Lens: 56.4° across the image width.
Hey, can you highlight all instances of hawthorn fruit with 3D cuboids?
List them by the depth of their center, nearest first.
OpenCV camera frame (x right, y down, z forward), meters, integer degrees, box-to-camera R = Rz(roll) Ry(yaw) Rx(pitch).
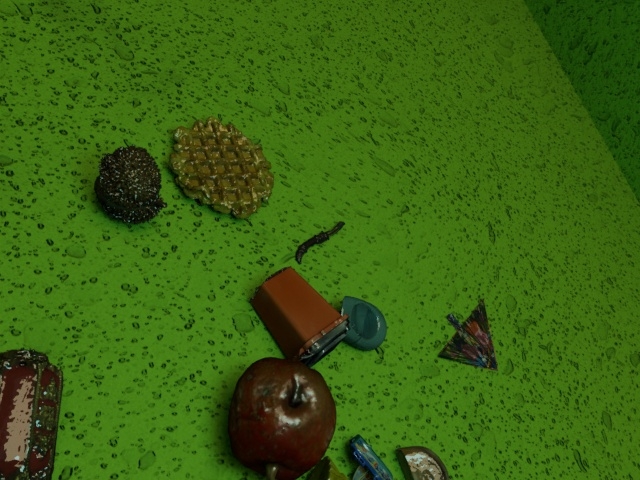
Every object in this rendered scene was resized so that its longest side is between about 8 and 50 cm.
[{"bbox_3d":[-0.093,0.397,1.345,0.258,0.258,0.261,29,80,-13],"label":"hawthorn fruit"}]

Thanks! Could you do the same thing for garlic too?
[{"bbox_3d":[0.276,0.609,1.535,0.101,0.087,0.195,-19,77,-23],"label":"garlic"}]

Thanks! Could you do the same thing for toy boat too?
[{"bbox_3d":[0.110,0.576,1.468,0.110,0.091,0.175,-39,89,-6],"label":"toy boat"}]

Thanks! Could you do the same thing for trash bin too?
[{"bbox_3d":[-0.067,0.204,1.533,0.238,0.161,0.184,47,49,12],"label":"trash bin"}]

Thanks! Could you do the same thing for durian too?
[{"bbox_3d":[-0.456,-0.131,1.469,0.196,0.196,0.167,40,58,-4],"label":"durian"}]

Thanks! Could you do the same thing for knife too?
[{"bbox_3d":[-0.005,-0.004,1.770,0.045,0.021,0.222,48,54,4],"label":"knife"}]

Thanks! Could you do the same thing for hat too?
[{"bbox_3d":[0.099,0.227,1.663,0.191,0.078,0.138,33,57,-34],"label":"hat"}]

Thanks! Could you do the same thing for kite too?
[{"bbox_3d":[0.486,0.314,1.872,0.234,0.016,0.321,49,50,4],"label":"kite"}]

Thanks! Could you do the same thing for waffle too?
[{"bbox_3d":[-0.283,-0.208,1.701,0.325,0.068,0.302,32,51,-8],"label":"waffle"}]

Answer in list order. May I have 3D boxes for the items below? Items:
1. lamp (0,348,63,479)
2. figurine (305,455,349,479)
[{"bbox_3d":[-0.581,0.349,1.133,0.177,0.177,0.273,7,59,-27],"label":"lamp"},{"bbox_3d":[0.104,0.654,1.345,0.315,0.168,0.187,34,24,-7],"label":"figurine"}]
